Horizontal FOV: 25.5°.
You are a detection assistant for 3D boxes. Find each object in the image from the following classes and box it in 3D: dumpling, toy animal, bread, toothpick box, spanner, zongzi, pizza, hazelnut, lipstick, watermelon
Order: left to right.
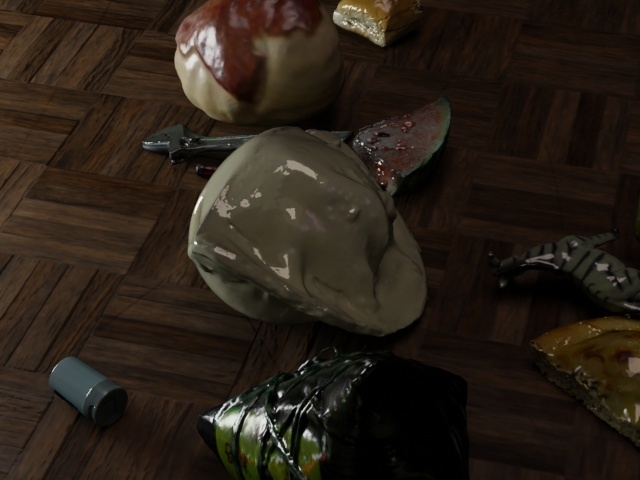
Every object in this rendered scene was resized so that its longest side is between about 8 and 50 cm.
[{"bbox_3d":[-0.271,0.176,1.652,0.083,0.052,0.052,28,46,32],"label":"toothpick box"},{"bbox_3d":[-0.108,-0.140,2.023,0.326,0.026,0.093,0,33,19],"label":"spanner"},{"bbox_3d":[-0.090,-0.088,2.005,0.177,0.027,0.027,7,39,10],"label":"lipstick"},{"bbox_3d":[-0.074,-0.284,2.076,0.261,0.261,0.241,0,70,0],"label":"hazelnut"},{"bbox_3d":[0.000,0.000,1.800,0.315,0.233,0.395,39,29,-3],"label":"dumpling"},{"bbox_3d":[0.057,0.283,1.438,0.319,0.362,0.383,-9,1,-9],"label":"zongzi"},{"bbox_3d":[0.096,-0.379,2.322,0.125,0.082,0.106,31,42,29],"label":"bread"},{"bbox_3d":[0.117,-0.131,2.031,0.139,0.071,0.187,10,48,23],"label":"watermelon"},{"bbox_3d":[0.335,0.042,1.789,0.176,0.073,0.217,-21,35,-34],"label":"toy animal"},{"bbox_3d":[0.381,0.137,1.681,0.204,0.080,0.188,-19,42,-25],"label":"pizza"}]

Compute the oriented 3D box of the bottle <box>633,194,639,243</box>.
[{"bbox_3d":[0.581,0.004,1.775,0.351,0.171,0.171,32,48,32],"label":"bottle"}]
